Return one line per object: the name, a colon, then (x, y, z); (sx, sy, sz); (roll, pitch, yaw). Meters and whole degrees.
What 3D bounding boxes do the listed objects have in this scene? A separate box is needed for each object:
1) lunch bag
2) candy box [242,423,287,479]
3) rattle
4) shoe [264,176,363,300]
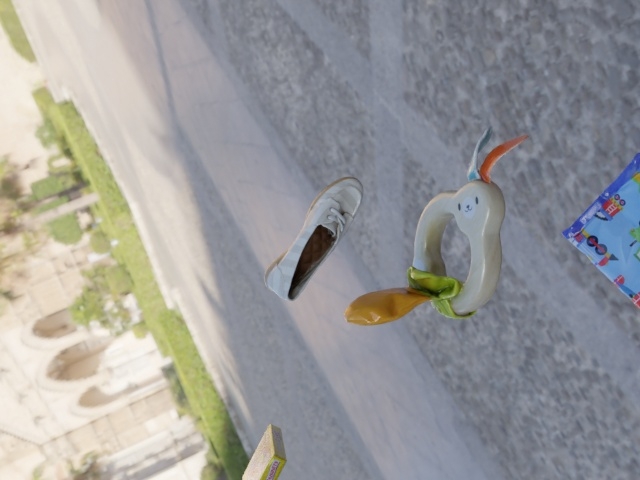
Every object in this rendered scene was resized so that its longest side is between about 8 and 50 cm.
lunch bag: (0.463, 0.004, 1.017); (0.221, 0.293, 0.138); (49, 121, 18)
candy box: (-0.091, 0.360, 1.296); (0.027, 0.105, 0.206); (26, 177, -4)
rattle: (0.107, -0.018, 0.803); (0.130, 0.143, 0.199); (-99, 20, -52)
shoe: (0.000, 0.000, 1.267); (0.077, 0.219, 0.058); (34, -175, -34)
